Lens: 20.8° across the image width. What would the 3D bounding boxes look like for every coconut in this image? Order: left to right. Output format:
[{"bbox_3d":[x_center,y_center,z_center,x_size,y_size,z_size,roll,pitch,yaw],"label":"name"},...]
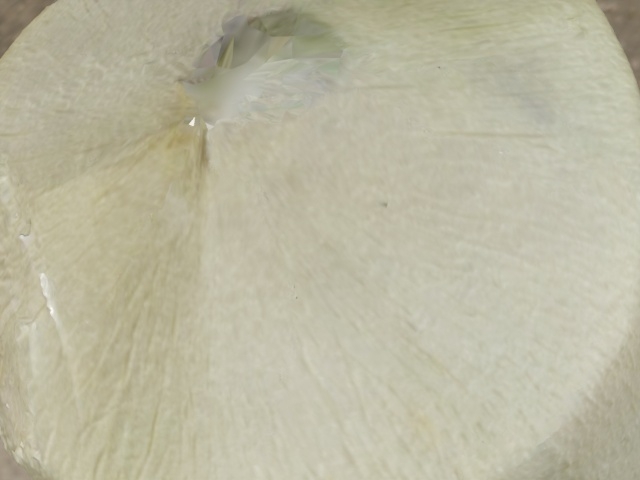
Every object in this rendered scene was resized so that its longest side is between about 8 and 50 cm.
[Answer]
[{"bbox_3d":[0.000,0.000,0.589,0.245,0.247,0.245,-6,60,10],"label":"coconut"}]
